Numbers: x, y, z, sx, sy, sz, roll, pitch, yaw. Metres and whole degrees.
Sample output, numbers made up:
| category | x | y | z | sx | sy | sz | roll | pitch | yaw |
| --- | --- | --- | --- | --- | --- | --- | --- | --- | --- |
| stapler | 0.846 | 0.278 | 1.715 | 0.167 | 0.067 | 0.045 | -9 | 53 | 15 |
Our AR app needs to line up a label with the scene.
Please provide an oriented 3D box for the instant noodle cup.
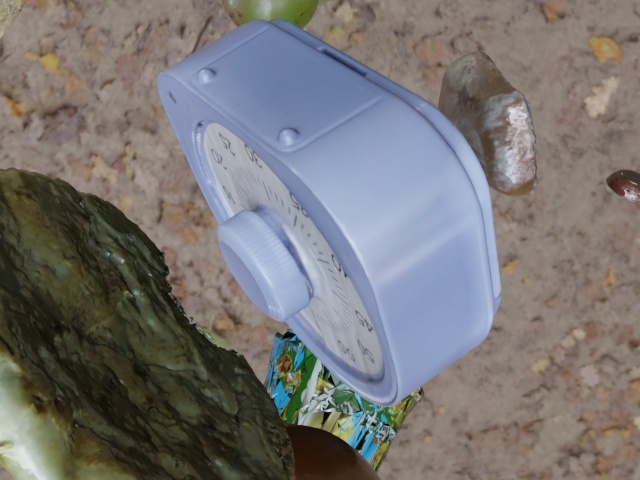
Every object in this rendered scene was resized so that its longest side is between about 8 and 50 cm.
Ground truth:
| category | x | y | z | sx | sy | sz | roll | pitch | yaw |
| --- | --- | --- | --- | --- | --- | --- | --- | --- | --- |
| instant noodle cup | 0.007 | 0.250 | 1.145 | 0.240 | 0.178 | 0.240 | 21 | 160 | 8 |

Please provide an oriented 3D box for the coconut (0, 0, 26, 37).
| category | x | y | z | sx | sy | sz | roll | pitch | yaw |
| --- | --- | --- | --- | --- | --- | --- | --- | --- | --- |
| coconut | -0.610 | -0.474 | 1.253 | 0.353 | 0.352 | 0.352 | -1 | 124 | -1 |

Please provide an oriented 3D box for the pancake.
| category | x | y | z | sx | sy | sz | roll | pitch | yaw |
| --- | --- | --- | --- | --- | --- | --- | --- | --- | --- |
| pancake | -0.104 | 0.061 | 0.442 | 0.037 | 0.253 | 0.253 | -38 | 118 | 13 |

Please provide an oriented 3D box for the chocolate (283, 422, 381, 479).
| category | x | y | z | sx | sy | sz | roll | pitch | yaw |
| --- | --- | --- | --- | --- | --- | --- | --- | --- | --- |
| chocolate | -0.022 | 0.216 | 0.617 | 0.177 | 0.176 | 0.176 | -1 | 124 | -1 |

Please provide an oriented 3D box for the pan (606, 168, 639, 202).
| category | x | y | z | sx | sy | sz | roll | pitch | yaw |
| --- | --- | --- | --- | --- | --- | --- | --- | --- | --- |
| pan | 0.454 | -0.066 | 1.148 | 0.115 | 0.068 | 0.023 | 37 | 129 | 23 |

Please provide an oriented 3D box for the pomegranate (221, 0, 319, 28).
| category | x | y | z | sx | sy | sz | roll | pitch | yaw |
| --- | --- | --- | --- | --- | --- | --- | --- | --- | --- |
| pomegranate | -0.060 | -0.413 | 1.268 | 0.210 | 0.179 | 0.179 | -39 | 124 | -20 |

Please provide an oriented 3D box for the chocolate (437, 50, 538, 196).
| category | x | y | z | sx | sy | sz | roll | pitch | yaw |
| --- | --- | --- | --- | --- | --- | --- | --- | --- | --- |
| chocolate | 0.212 | -0.155 | 1.124 | 0.080 | 0.254 | 0.157 | -14 | 120 | -2 |

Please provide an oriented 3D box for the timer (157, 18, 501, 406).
| category | x | y | z | sx | sy | sz | roll | pitch | yaw |
| --- | --- | --- | --- | --- | --- | --- | --- | --- | --- |
| timer | 0.000 | 0.000 | 0.814 | 0.173 | 0.395 | 0.395 | -35 | 124 | -17 |
